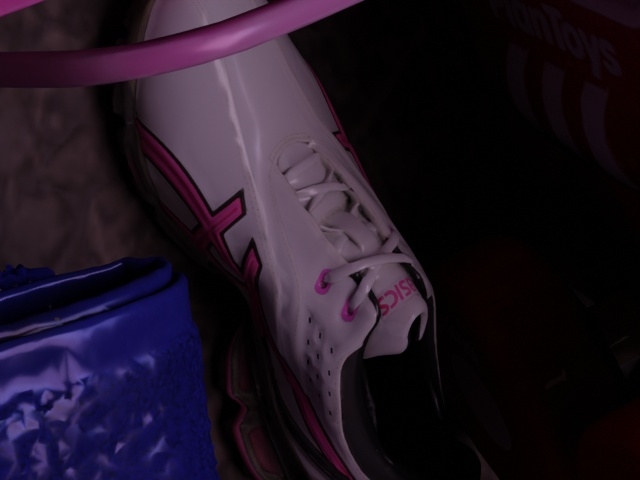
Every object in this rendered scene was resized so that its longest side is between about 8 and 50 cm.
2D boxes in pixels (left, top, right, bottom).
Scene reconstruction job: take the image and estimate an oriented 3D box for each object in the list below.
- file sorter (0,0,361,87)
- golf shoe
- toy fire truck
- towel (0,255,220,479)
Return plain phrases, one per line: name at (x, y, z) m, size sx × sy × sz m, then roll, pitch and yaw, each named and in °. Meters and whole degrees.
file sorter at (-0.058, -0.194, 0.424) m, size 0.202 × 0.182 × 0.291 m, roll -29°, pitch 114°, yaw -42°
golf shoe at (0.000, 0.000, 0.575) m, size 0.067 × 0.086 × 0.186 m, roll -38°, pitch 119°, yaw -36°
toy fire truck at (0.120, -0.024, 0.560) m, size 0.169 × 0.302 × 0.254 m, roll -29°, pitch 117°, yaw -9°
towel at (-0.112, 0.174, 0.488) m, size 0.227 × 0.076 × 0.308 m, roll -19°, pitch 108°, yaw -37°
